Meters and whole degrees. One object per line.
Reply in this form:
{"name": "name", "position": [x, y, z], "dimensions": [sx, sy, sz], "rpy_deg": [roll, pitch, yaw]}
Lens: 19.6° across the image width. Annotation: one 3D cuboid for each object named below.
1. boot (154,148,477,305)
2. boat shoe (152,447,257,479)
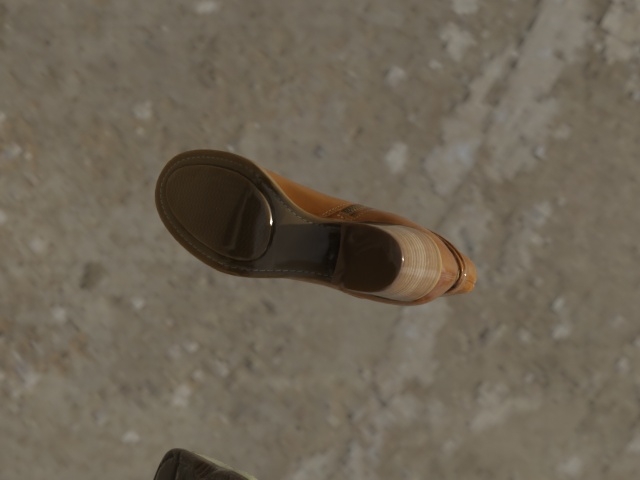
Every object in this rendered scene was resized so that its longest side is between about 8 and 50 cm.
{"name": "boot", "position": [0.000, 0.000, 1.219], "dimensions": [0.152, 0.197, 0.073], "rpy_deg": [10, 102, -66]}
{"name": "boat shoe", "position": [-0.043, 0.178, 1.164], "dimensions": [0.072, 0.190, 0.068], "rpy_deg": [22, 95, -26]}
